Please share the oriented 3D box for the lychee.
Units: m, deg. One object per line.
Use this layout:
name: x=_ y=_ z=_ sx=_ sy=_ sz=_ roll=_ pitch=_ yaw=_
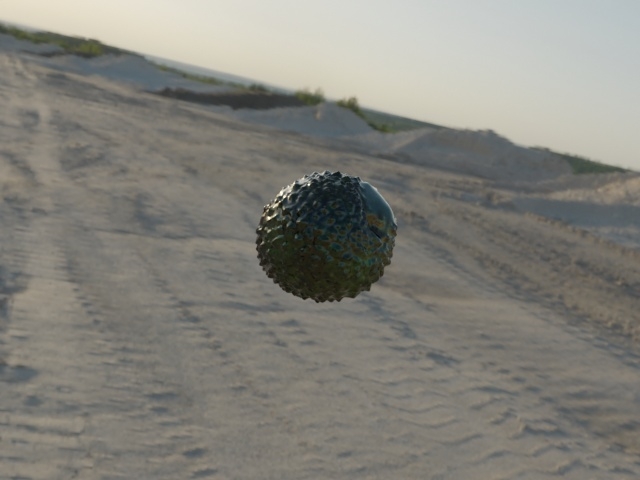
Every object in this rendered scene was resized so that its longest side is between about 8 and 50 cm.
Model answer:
lychee: x=0.000 y=0.000 z=0.915 sx=0.171 sy=0.171 sz=0.171 roll=13 pitch=10 yaw=-2
